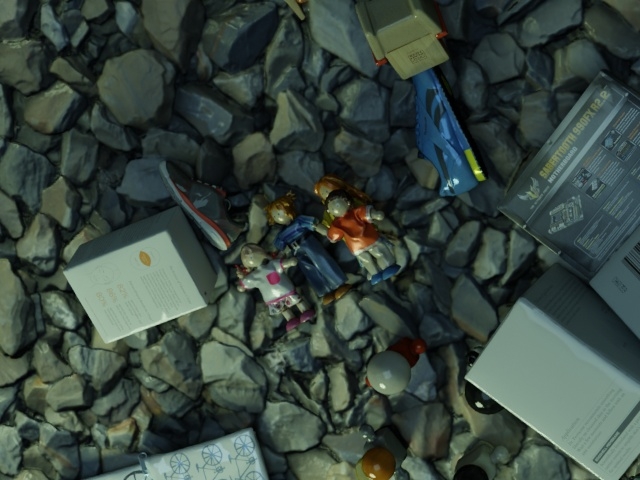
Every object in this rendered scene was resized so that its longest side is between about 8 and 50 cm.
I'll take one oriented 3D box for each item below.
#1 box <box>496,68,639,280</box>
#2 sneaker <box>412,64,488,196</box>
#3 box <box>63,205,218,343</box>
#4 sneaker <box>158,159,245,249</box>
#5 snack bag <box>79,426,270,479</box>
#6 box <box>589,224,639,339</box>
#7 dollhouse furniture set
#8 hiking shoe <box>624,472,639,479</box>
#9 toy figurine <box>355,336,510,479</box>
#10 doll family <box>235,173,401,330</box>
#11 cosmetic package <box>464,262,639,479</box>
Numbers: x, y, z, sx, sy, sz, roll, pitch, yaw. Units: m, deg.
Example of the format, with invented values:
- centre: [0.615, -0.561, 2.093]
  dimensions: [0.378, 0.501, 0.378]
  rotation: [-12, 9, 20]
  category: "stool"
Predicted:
- centre: [0.372, -0.079, 1.607]
  dimensions: [0.183, 0.056, 0.231]
  rotation: [38, 108, 10]
  category: "box"
- centre: [0.151, -0.159, 1.654]
  dimensions: [0.082, 0.069, 0.209]
  rotation: [-23, 93, 19]
  category: "sneaker"
- centre: [-0.254, 0.049, 1.748]
  dimensions: [0.170, 0.091, 0.130]
  rotation: [-20, 111, 15]
  category: "box"
- centre: [-0.168, -0.060, 1.758]
  dimensions: [0.065, 0.061, 0.158]
  rotation: [-40, 89, -12]
  category: "sneaker"
- centre: [-0.210, 0.470, 1.827]
  dimensions: [0.342, 0.037, 0.323]
  rotation: [-16, 90, 13]
  category: "snack bag"
- centre: [0.468, 0.058, 1.522]
  dimensions: [0.181, 0.119, 0.182]
  rotation: [-52, 41, 16]
  category: "box"
- centre: [0.079, -0.355, 1.605]
  dimensions: [0.262, 0.135, 0.259]
  rotation: [-23, 65, 15]
  category: "dollhouse furniture set"
- centre: [0.444, 0.346, 1.607]
  dimensions: [0.132, 0.113, 0.304]
  rotation: [27, 122, 16]
  category: "hiking shoe"
- centre: [0.157, 0.245, 1.670]
  dimensions: [0.213, 0.148, 0.209]
  rotation: [11, 100, 11]
  category: "toy figurine"
- centre: [0.000, 0.000, 1.704]
  dimensions: [0.263, 0.118, 0.163]
  rotation: [-30, 97, 33]
  category: "doll family"
- centre: [0.333, 0.163, 1.561]
  dimensions: [0.225, 0.224, 0.138]
  rotation: [38, 111, 12]
  category: "cosmetic package"
